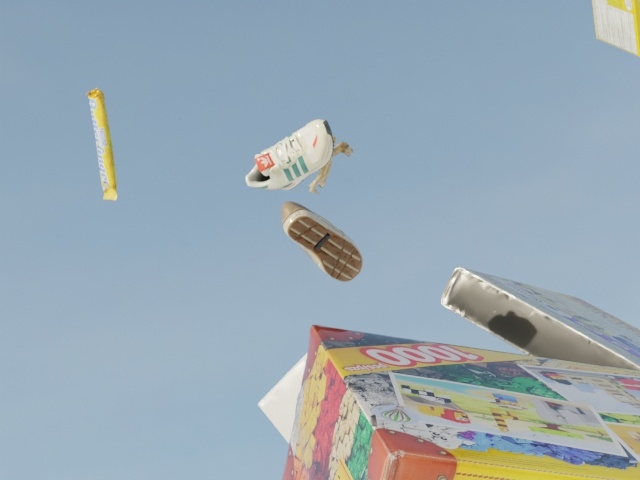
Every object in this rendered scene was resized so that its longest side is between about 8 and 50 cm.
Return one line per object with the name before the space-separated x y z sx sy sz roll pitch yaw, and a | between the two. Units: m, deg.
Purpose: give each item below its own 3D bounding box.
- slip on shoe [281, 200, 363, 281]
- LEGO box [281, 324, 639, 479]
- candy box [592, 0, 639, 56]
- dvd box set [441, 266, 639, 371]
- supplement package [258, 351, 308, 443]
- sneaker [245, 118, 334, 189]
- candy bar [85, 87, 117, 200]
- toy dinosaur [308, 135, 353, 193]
slip on shoe | 0.000 0.000 1.748 0.051 0.041 0.135 -46 -50 10
LEGO box | 0.241 0.252 1.430 0.500 0.372 0.193 9 -78 -13
candy box | 0.400 -0.356 2.022 0.027 0.105 0.206 -22 -60 -15
dvd box set | 0.380 0.147 2.026 0.420 0.307 0.062 14 -76 -59
supplement package | 0.062 0.245 2.043 0.149 0.194 0.203 -46 -21 15
sneaker | -0.045 -0.113 2.067 0.075 0.057 0.161 -10 -19 -37
candy bar | -0.311 -0.137 2.139 0.018 0.162 0.040 -12 8 -32
toy dinosaur | -0.002 -0.128 2.438 0.093 0.053 0.183 -61 -11 17
